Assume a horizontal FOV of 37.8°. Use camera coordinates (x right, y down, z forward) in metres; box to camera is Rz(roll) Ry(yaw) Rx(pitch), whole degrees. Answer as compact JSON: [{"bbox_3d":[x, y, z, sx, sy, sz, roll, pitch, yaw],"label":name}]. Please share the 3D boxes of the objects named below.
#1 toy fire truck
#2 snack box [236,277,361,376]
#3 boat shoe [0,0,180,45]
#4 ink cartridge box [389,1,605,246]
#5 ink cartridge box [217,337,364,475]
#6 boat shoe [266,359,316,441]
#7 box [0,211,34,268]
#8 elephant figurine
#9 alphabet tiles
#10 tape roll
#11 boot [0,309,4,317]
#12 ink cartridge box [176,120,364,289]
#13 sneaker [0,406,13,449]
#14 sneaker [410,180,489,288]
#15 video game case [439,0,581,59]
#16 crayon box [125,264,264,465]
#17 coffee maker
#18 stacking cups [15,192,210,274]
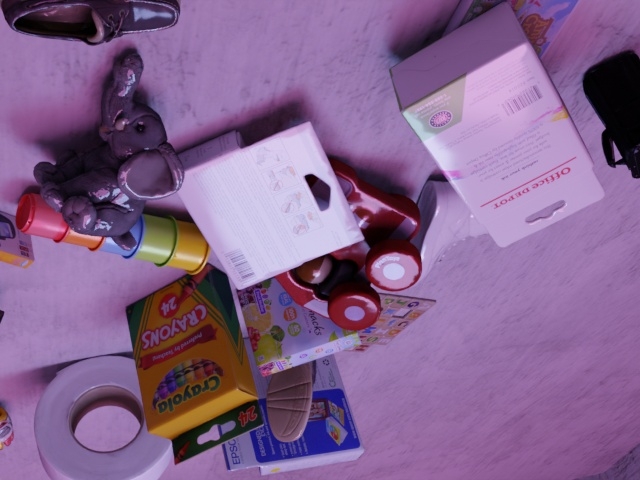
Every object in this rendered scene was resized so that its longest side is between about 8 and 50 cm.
[{"bbox_3d":[0.031,0.008,1.690,0.254,0.169,0.302,29,126,-18],"label":"toy fire truck"},{"bbox_3d":[-0.044,0.151,1.850,0.207,0.174,0.070,-19,152,-1],"label":"snack box"},{"bbox_3d":[-0.279,-0.276,1.155,0.224,0.073,0.080,-2,145,-25],"label":"boat shoe"},{"bbox_3d":[0.281,-0.165,1.449,0.207,0.119,0.353,-28,131,16],"label":"ink cartridge box"},{"bbox_3d":[-0.091,0.346,2.009,0.307,0.303,0.072,-4,145,-22],"label":"ink cartridge box"},{"bbox_3d":[-0.052,0.281,1.958,0.103,0.285,0.092,-9,159,19],"label":"boat shoe"},{"bbox_3d":[-0.499,-0.007,1.454,0.028,0.081,0.136,-36,145,26],"label":"box"},{"bbox_3d":[-0.275,-0.120,1.344,0.239,0.169,0.186,-42,174,8],"label":"elephant figurine"},{"bbox_3d":[0.125,0.195,2.167,0.198,0.009,0.237,9,139,-38],"label":"alphabet tiles"},{"bbox_3d":[-0.435,0.380,1.904,0.286,0.286,0.100,-9,148,-16],"label":"tape roll"},{"bbox_3d":[-0.661,0.185,1.687,0.115,0.112,0.305,28,138,-12],"label":"boot"},{"bbox_3d":[-0.085,-0.065,1.529,0.239,0.060,0.275,-22,131,5],"label":"ink cartridge box"},{"bbox_3d":[-0.762,0.390,1.957,0.225,0.088,0.092,-5,126,-22],"label":"sneaker"},{"bbox_3d":[0.259,-0.006,1.827,0.169,0.108,0.292,-4,145,-17],"label":"sneaker"},{"bbox_3d":[0.274,-0.308,1.442,0.193,0.023,0.212,-3,145,-24],"label":"video game case"},{"bbox_3d":[-0.236,0.227,1.730,0.202,0.318,0.081,-28,147,15],"label":"crayon box"},{"bbox_3d":[0.528,-0.221,1.561,0.120,0.178,0.171,-16,151,-9],"label":"coffee maker"},{"bbox_3d":[-0.336,-0.008,1.525,0.316,0.096,0.096,10,139,-38],"label":"stacking cups"}]
